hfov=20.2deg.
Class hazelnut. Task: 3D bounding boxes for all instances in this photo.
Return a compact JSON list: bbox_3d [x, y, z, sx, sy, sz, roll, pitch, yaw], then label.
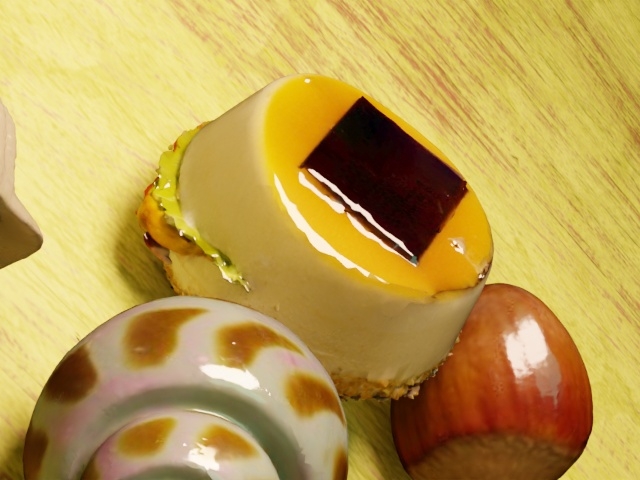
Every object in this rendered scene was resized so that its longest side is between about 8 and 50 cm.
[{"bbox_3d":[0.142,0.145,1.596,0.210,0.210,0.186,48,66,-17],"label":"hazelnut"}]

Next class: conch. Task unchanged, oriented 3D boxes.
[{"bbox_3d":[-0.087,0.166,1.248,0.368,0.197,0.249,-43,117,-55],"label":"conch"}]

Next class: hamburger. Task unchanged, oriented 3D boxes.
[{"bbox_3d":[0.000,0.000,1.492,0.294,0.179,0.276,38,35,-4],"label":"hamburger"}]

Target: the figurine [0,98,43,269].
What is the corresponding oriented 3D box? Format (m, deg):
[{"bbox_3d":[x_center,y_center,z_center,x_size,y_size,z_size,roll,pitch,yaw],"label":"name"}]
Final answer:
[{"bbox_3d":[-0.302,0.001,1.097,0.332,0.185,0.204,-62,151,-59],"label":"figurine"}]
